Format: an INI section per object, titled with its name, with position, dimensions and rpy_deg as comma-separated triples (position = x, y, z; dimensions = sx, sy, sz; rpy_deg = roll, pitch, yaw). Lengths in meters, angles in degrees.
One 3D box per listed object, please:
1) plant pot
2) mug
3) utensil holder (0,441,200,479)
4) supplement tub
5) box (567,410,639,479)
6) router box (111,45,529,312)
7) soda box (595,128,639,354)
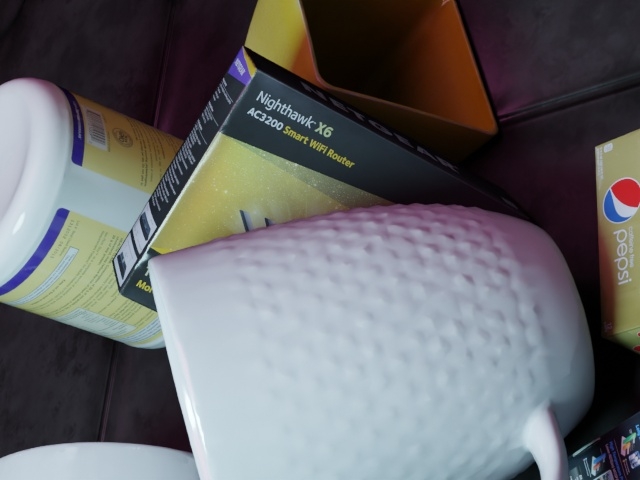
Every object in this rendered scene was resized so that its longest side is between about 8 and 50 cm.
[plant pot]
position = 0.023, -0.149, 1.632
dimensions = 0.187, 0.212, 0.212
rpy_deg = -50, 39, 39
[mug]
position = 0.060, 0.137, 1.302
dimensions = 0.374, 0.328, 0.276
rpy_deg = -113, 12, -48
[utensil holder]
position = -0.205, 0.425, 1.512
dimensions = 0.328, 0.328, 0.385
rpy_deg = -28, 50, 40
[supplement tub]
position = -0.234, -0.017, 1.761
dimensions = 0.241, 0.331, 0.241
rpy_deg = -27, 52, 41
[box]
position = 0.276, 0.237, 1.233
dimensions = 0.175, 0.051, 0.220
rpy_deg = -40, 44, 32
[router box]
position = 0.000, 0.000, 1.480
dimensions = 0.243, 0.309, 0.081
rpy_deg = -58, 22, 13
[soda box]
position = 0.275, 0.001, 1.347
dimensions = 0.058, 0.061, 0.181
rpy_deg = -23, 55, 42
